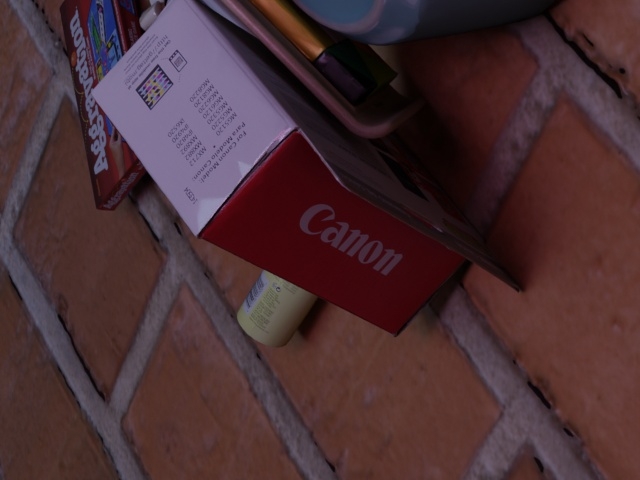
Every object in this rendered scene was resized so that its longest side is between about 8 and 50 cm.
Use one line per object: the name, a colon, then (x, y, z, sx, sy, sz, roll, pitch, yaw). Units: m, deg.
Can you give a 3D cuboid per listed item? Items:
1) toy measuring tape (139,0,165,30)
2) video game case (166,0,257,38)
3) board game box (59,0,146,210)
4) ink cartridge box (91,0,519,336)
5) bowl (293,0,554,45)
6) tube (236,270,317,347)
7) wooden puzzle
toy measuring tape: (-0.253, -0.396, 2.205, 0.121, 0.121, 0.330, -31, 66, 50)
video game case: (-0.128, -0.172, 2.113, 0.201, 0.023, 0.183, 47, 127, 44)
board game box: (-0.243, -0.191, 2.241, 0.145, 0.027, 0.281, -47, 49, 49)
ink cartridge box: (-0.007, -0.041, 1.687, 0.130, 0.309, 0.272, -47, 51, 12)
bowl: (0.051, -0.289, 1.637, 0.311, 0.163, 0.311, 38, 147, 31)
tube: (0.000, 0.000, 1.916, 0.070, 0.062, 0.240, 32, 115, 0)
wooden puzzle: (-0.011, -0.187, 1.729, 0.238, 0.221, 0.044, 41, 106, 2)
